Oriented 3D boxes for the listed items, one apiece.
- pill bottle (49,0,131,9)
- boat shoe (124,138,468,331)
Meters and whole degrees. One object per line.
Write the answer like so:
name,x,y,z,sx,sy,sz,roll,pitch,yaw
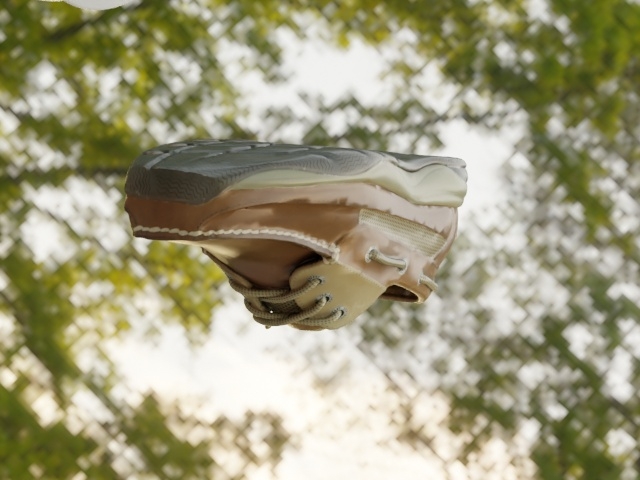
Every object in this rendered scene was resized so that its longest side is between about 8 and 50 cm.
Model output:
pill bottle,-0.128,-0.157,0.786,0.160,0.087,0.087,37,-22,48
boat shoe,0.000,0.000,1.126,0.122,0.324,0.120,6,-86,33
